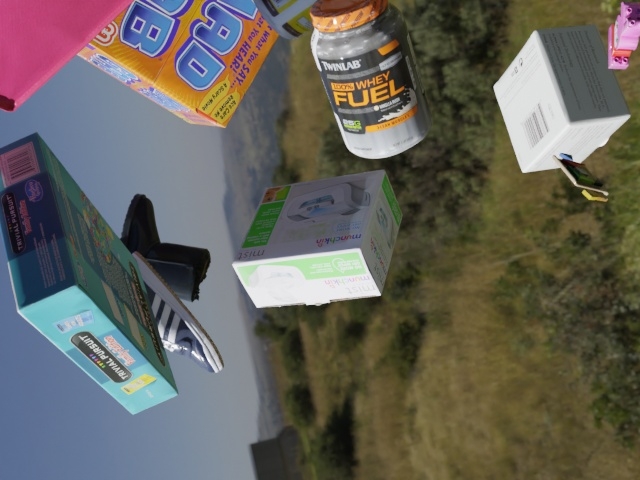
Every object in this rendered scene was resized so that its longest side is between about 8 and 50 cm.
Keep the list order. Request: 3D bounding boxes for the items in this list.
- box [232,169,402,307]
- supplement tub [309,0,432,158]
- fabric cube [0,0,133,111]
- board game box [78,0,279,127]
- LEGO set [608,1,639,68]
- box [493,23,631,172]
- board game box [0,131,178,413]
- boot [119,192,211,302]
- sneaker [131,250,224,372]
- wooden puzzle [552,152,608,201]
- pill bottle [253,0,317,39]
[{"bbox_3d":[0.000,0.000,1.630,0.231,0.262,0.126,-69,-36,-45],"label":"box"},{"bbox_3d":[0.059,-0.205,1.040,0.117,0.117,0.190,-111,-2,-56],"label":"supplement tub"},{"bbox_3d":[-0.392,-0.338,0.929,0.258,0.254,0.259,58,-166,16],"label":"fabric cube"},{"bbox_3d":[-0.314,-0.497,1.912,0.356,0.356,0.356,-60,22,-2],"label":"board game box"},{"bbox_3d":[0.364,-0.305,0.913,0.093,0.087,0.227,76,-163,-81],"label":"LEGO set"},{"bbox_3d":[0.401,-0.237,1.449,0.181,0.119,0.181,119,139,-66],"label":"box"},{"bbox_3d":[-0.316,0.057,1.162,0.336,0.079,0.253,69,176,-56],"label":"board game box"},{"bbox_3d":[-0.350,0.017,1.957,0.094,0.207,0.246,97,-179,-61],"label":"boot"},{"bbox_3d":[-0.320,0.173,1.634,0.282,0.153,0.099,49,163,5],"label":"sneaker"},{"bbox_3d":[0.370,-0.094,1.216,0.014,0.079,0.116,-58,42,28],"label":"wooden puzzle"},{"bbox_3d":[0.012,-0.384,1.201,0.117,0.215,0.117,45,-152,-33],"label":"pill bottle"}]
